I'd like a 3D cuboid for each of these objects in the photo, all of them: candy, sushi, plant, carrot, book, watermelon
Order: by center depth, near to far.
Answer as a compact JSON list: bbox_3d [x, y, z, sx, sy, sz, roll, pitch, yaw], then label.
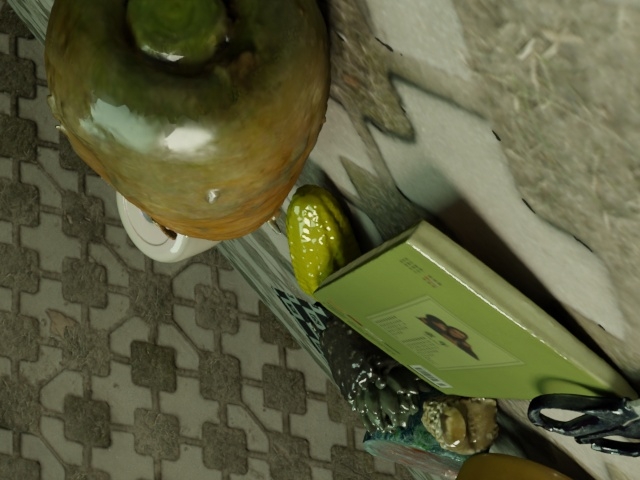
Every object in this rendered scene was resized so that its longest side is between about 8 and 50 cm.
[{"bbox_3d":[-0.105,-0.120,0.560,0.224,0.224,0.341,48,172,5],"label":"carrot"},{"bbox_3d":[0.127,0.097,0.659,0.239,0.035,0.352,37,161,-3],"label":"book"},{"bbox_3d":[0.000,0.000,0.818,0.106,0.094,0.199,36,159,31],"label":"candy"},{"bbox_3d":[0.195,0.247,0.857,0.110,0.095,0.085,158,114,-76],"label":"candy"},{"bbox_3d":[0.089,0.194,0.948,0.194,0.132,0.129,57,146,31],"label":"plant"},{"bbox_3d":[0.210,0.322,1.044,0.226,0.148,0.318,34,156,-13],"label":"watermelon"},{"bbox_3d":[0.071,0.240,1.341,0.359,0.064,0.343,55,162,-19],"label":"sushi"}]

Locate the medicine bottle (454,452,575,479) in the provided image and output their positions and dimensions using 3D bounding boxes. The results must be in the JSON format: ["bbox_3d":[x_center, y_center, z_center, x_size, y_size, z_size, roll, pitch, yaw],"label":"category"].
[{"bbox_3d":[0.247,0.432,0.771,0.237,0.232,0.238,26,148,18],"label":"medicine bottle"}]

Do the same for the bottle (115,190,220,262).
[{"bbox_3d":[-0.144,-0.071,0.849,0.147,0.236,0.148,14,115,34],"label":"bottle"}]

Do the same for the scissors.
[{"bbox_3d":[0.248,0.127,0.456,0.109,0.022,0.300,21,158,5],"label":"scissors"}]
